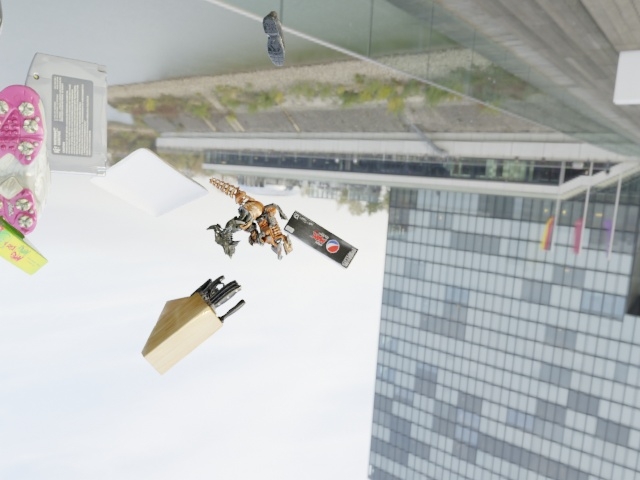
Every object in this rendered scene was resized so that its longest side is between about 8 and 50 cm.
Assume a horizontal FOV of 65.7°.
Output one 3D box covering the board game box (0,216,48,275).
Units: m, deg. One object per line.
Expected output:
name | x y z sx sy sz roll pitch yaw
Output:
board game box | -0.572 -0.008 0.885 0.092 0.043 0.181 41 162 14

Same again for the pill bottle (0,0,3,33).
pill bottle | -0.570 -0.379 0.686 0.210 0.210 0.363 -1 155 -27

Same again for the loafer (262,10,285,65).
loafer | -0.138 -0.643 1.583 0.062 0.170 0.061 12 -128 13

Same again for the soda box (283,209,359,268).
soda box | 0.000 0.000 1.116 0.169 0.053 0.060 32 174 1

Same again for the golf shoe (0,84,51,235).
golf shoe | -0.615 -0.168 1.019 0.115 0.306 0.140 12 -161 -13

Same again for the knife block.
knife block | -0.333 0.223 1.374 0.242 0.088 0.276 -13 -143 21

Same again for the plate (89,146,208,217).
plate | -0.557 -0.191 1.627 0.278 0.045 0.277 -20 145 30

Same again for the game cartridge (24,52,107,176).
game cartridge | -0.660 -0.320 1.285 0.198 0.297 0.062 0 -176 -33

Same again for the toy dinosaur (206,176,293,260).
toy dinosaur | -0.232 -0.060 1.568 0.322 0.218 0.164 49 180 15
